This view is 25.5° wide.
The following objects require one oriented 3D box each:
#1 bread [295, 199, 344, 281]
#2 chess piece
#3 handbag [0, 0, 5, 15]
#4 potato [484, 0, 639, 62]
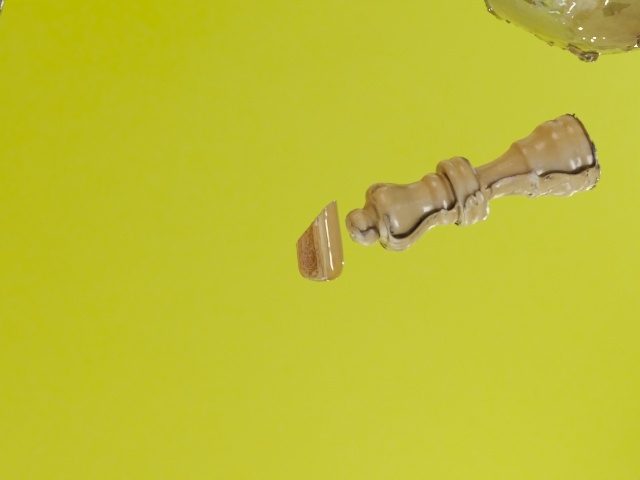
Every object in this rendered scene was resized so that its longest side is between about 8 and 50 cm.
[{"bbox_3d":[-0.001,-0.001,1.779,0.062,0.103,0.049,5,-163,39],"label":"bread"},{"bbox_3d":[0.099,-0.033,0.950,0.172,0.060,0.060,-20,177,-9],"label":"chess piece"},{"bbox_3d":[-0.362,-0.201,1.300,0.308,0.093,0.254,-60,-152,31],"label":"handbag"},{"bbox_3d":[0.404,-0.397,1.630,0.442,0.319,0.385,-55,146,-22],"label":"potato"}]
